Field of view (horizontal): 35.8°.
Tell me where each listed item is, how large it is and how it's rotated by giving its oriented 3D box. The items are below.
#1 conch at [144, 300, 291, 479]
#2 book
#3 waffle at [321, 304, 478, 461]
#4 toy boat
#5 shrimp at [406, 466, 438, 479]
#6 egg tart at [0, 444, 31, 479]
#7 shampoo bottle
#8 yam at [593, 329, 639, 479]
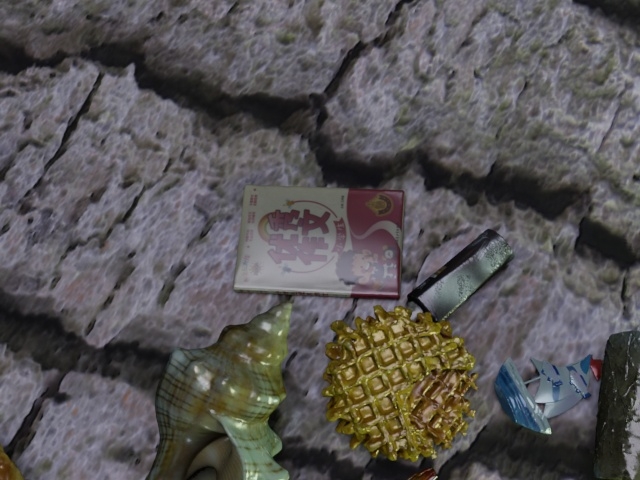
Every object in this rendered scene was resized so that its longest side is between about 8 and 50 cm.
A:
[{"bbox_3d":[-0.125,0.249,1.227,0.203,0.169,0.386,31,107,39],"label":"conch"},{"bbox_3d":[0.000,0.000,1.386,0.232,0.022,0.162,3,67,5],"label":"book"},{"bbox_3d":[0.101,0.179,1.249,0.197,0.070,0.193,4,84,1],"label":"waffle"},{"bbox_3d":[0.298,0.199,1.278,0.149,0.034,0.105,2,63,-8],"label":"toy boat"},{"bbox_3d":[0.163,0.339,1.223,0.178,0.034,0.124,-13,60,4],"label":"shrimp"},{"bbox_3d":[-0.476,0.350,1.231,0.291,0.107,0.291,-3,69,8],"label":"egg tart"},{"bbox_3d":[0.167,0.071,1.323,0.208,0.057,0.063,-40,86,-9],"label":"shampoo bottle"},{"bbox_3d":[0.388,0.213,1.218,0.107,0.107,0.183,12,70,10],"label":"yam"}]
